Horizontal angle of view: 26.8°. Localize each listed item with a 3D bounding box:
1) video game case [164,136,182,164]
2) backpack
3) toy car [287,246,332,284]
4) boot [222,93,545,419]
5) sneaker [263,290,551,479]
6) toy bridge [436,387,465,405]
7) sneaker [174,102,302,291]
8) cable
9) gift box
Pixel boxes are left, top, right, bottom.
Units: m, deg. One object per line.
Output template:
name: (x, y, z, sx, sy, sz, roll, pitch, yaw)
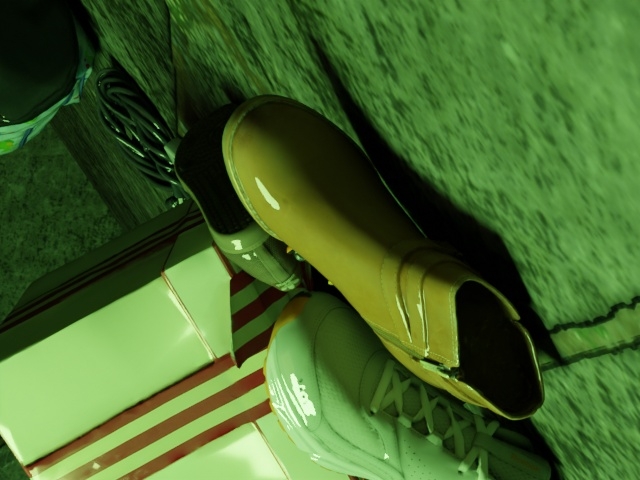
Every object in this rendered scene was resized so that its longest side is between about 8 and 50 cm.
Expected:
video game case: (-0.078, 0.001, 1.350, 0.201, 0.023, 0.183, 40, 161, 56)
backpack: (-0.393, -0.227, 1.552, 0.290, 0.273, 0.355, 53, 148, 2)
toy car: (0.000, 0.000, 0.905, 0.122, 0.060, 0.040, 134, 134, -73)
boot: (0.037, 0.006, 0.707, 0.197, 0.073, 0.152, 47, 175, -22)
sneaker: (0.075, 0.124, 0.834, 0.121, 0.099, 0.262, -13, 126, 44)
toy bridge: (0.078, 0.096, 0.917, 0.188, 0.026, 0.063, 61, 170, -25)
sneaker: (-0.057, -0.029, 0.961, 0.071, 0.066, 0.188, 56, -171, -33)
cable: (-0.193, -0.107, 1.478, 0.184, 0.047, 0.150, 60, 169, -17)
gift box: (-0.094, 0.116, 1.079, 0.255, 0.258, 0.276, 59, -170, -20)
